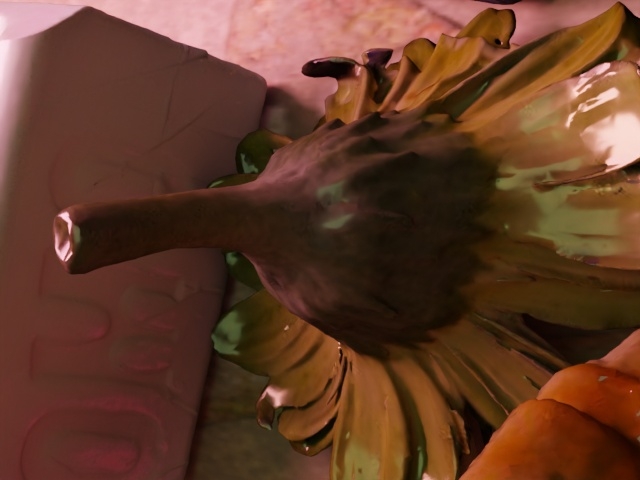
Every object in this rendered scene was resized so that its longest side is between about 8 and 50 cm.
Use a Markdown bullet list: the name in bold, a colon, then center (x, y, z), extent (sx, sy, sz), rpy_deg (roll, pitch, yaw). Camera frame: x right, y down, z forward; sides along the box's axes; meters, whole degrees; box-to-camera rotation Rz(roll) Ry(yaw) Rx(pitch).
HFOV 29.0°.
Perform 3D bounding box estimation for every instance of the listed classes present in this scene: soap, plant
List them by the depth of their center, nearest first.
- **plant**: center (0.016, -0.021, 0.643), extent (0.306, 0.297, 0.261), rpy_deg (-58, 21, 33)
- **soap**: center (-0.164, 0.043, 0.750), extent (0.115, 0.208, 0.347), rpy_deg (11, 88, 39)

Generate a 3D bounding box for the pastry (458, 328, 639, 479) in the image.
- **pastry**: center (0.174, 0.172, 0.441), extent (0.330, 0.136, 0.329), rpy_deg (-1, 54, 1)

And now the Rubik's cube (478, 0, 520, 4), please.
- **Rubik's cube**: center (-0.036, -0.326, 0.658), extent (0.305, 0.307, 0.310), rpy_deg (19, 91, 41)
